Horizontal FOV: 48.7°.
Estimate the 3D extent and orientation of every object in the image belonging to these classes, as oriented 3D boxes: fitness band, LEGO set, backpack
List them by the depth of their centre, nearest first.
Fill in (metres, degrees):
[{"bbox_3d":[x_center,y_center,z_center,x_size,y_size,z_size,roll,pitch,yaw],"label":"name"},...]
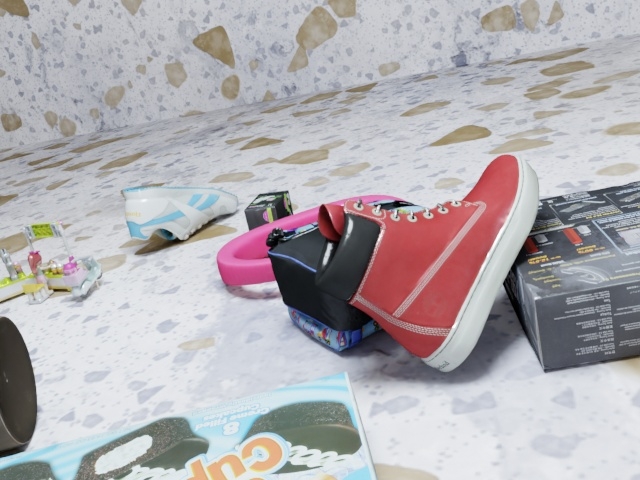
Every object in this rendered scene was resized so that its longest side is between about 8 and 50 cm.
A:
[{"bbox_3d":[0.050,0.025,0.772,0.173,0.117,0.158,-24,22,-27],"label":"backpack"},{"bbox_3d":[0.000,0.000,0.973,0.290,0.054,0.209,-19,20,-17],"label":"fitness band"},{"bbox_3d":[-0.478,0.043,1.093,0.286,0.107,0.132,-11,19,8],"label":"LEGO set"}]

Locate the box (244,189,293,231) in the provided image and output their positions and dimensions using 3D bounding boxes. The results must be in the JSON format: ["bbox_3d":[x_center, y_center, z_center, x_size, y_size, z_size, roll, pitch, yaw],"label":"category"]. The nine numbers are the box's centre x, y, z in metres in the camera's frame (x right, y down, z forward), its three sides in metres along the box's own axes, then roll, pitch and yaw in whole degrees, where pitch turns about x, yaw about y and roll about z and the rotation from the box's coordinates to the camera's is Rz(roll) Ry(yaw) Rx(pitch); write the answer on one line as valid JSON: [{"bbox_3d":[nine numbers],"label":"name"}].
[{"bbox_3d":[-0.078,-0.036,1.109,0.052,0.062,0.083,-6,20,16],"label":"box"}]

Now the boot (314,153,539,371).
[{"bbox_3d":[0.098,-0.023,0.672,0.244,0.176,0.088,-58,5,-29],"label":"boot"}]

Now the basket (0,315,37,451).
[{"bbox_3d":[-0.406,0.158,0.675,0.226,0.154,0.204,-12,19,-8],"label":"basket"}]

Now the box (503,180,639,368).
[{"bbox_3d":[0.336,0.009,0.686,0.307,0.077,0.242,-11,20,7],"label":"box"}]

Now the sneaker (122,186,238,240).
[{"bbox_3d":[-0.240,-0.048,1.230,0.087,0.092,0.228,2,5,43],"label":"sneaker"}]

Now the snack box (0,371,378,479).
[{"bbox_3d":[-0.118,0.197,0.494,0.321,0.060,0.187,-14,20,-1],"label":"snack box"}]
